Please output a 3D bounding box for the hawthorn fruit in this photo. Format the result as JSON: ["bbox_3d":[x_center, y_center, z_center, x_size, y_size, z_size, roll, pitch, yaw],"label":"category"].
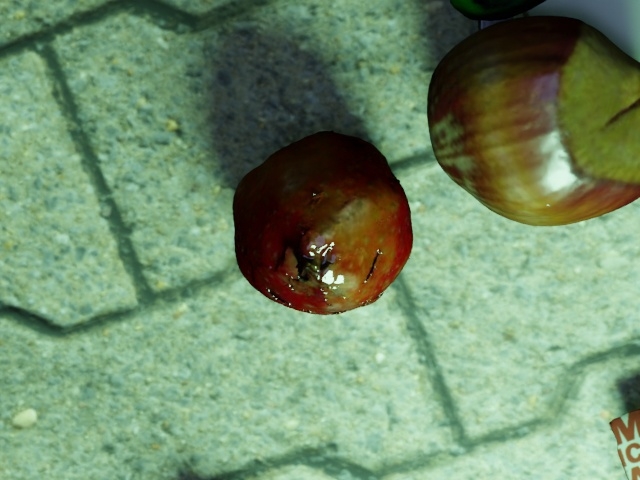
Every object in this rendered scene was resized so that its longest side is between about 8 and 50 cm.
[{"bbox_3d":[0.000,0.000,1.572,0.181,0.235,0.181,2,114,4],"label":"hawthorn fruit"}]

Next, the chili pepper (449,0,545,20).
[{"bbox_3d":[0.156,-0.336,1.479,0.256,0.248,0.233,-49,53,10],"label":"chili pepper"}]

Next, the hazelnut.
[{"bbox_3d":[0.204,-0.110,1.537,0.181,0.181,0.212,-39,115,-13],"label":"hazelnut"}]

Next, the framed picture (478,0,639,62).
[{"bbox_3d":[0.320,-0.225,1.588,0.347,0.016,0.265,-5,100,10],"label":"framed picture"}]

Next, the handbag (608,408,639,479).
[{"bbox_3d":[0.399,0.283,1.602,0.171,0.151,0.298,-26,92,16],"label":"handbag"}]
